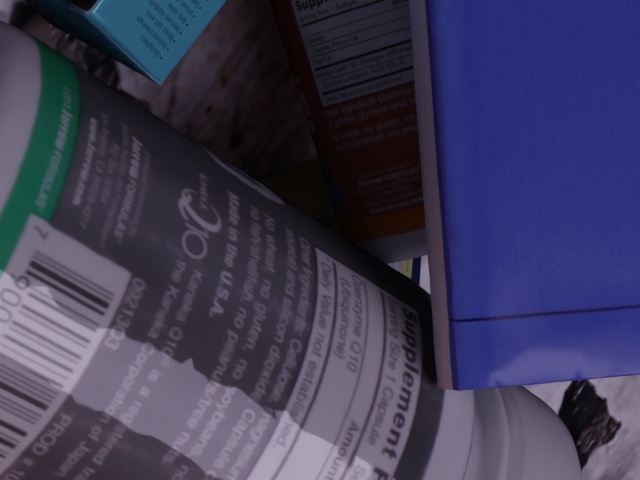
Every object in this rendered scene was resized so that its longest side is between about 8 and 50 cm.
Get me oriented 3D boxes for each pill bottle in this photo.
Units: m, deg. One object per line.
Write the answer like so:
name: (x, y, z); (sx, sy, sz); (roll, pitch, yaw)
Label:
pill bottle: (-0.060, 0.072, 0.763); (0.361, 0.204, 0.204); (33, 88, -30)
pill bottle: (0.042, -0.106, 0.840); (0.121, 0.121, 0.216); (-20, 96, -34)

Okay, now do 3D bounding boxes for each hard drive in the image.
hard drive: (0.144, -0.101, 0.742); (0.210, 0.040, 0.318); (-4, 89, -16)

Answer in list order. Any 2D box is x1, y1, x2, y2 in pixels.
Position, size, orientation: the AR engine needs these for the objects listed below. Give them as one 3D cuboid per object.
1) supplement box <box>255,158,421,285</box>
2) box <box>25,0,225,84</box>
supplement box: (0.000, 0.000, 0.933); (0.083, 0.083, 0.056); (-20, 125, -35)
box: (-0.044, -0.197, 0.770); (0.244, 0.100, 0.060); (-53, 137, -6)
